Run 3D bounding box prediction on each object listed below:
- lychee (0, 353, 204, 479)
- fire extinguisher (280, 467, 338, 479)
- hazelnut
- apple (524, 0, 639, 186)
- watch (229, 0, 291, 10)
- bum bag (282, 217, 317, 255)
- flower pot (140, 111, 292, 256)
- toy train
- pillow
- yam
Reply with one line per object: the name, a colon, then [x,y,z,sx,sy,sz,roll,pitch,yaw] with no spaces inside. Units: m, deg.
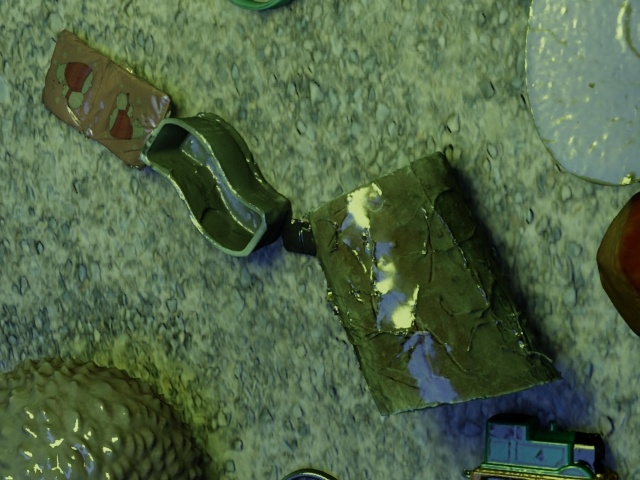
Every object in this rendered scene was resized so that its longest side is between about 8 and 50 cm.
lychee: [-0.364,0.357,1.725,0.432,0.380,0.380,38,118,48]
fire extinguisher: [0.027,0.489,1.725,0.376,0.113,0.200,31,69,15]
hazelnut: [0.438,0.021,1.390,0.186,0.210,0.210,43,119,45]
apple: [0.427,-0.235,1.279,0.311,0.320,0.360,16,105,62]
watch: [-0.084,-0.442,1.596,0.195,0.068,0.237,-6,102,28]
bum bag: [-0.001,0.001,1.660,0.124,0.034,0.058,7,117,24]
flower pot: [-0.145,-0.084,1.671,0.103,0.108,0.229,-43,82,26]
toy train: [0.300,0.303,1.553,0.227,0.091,0.136,-1,90,25]
pillow: [-0.326,-0.213,1.751,0.248,0.049,0.135,33,109,28]
yam: [0.137,0.067,1.503,0.241,0.241,0.348,-27,83,27]
